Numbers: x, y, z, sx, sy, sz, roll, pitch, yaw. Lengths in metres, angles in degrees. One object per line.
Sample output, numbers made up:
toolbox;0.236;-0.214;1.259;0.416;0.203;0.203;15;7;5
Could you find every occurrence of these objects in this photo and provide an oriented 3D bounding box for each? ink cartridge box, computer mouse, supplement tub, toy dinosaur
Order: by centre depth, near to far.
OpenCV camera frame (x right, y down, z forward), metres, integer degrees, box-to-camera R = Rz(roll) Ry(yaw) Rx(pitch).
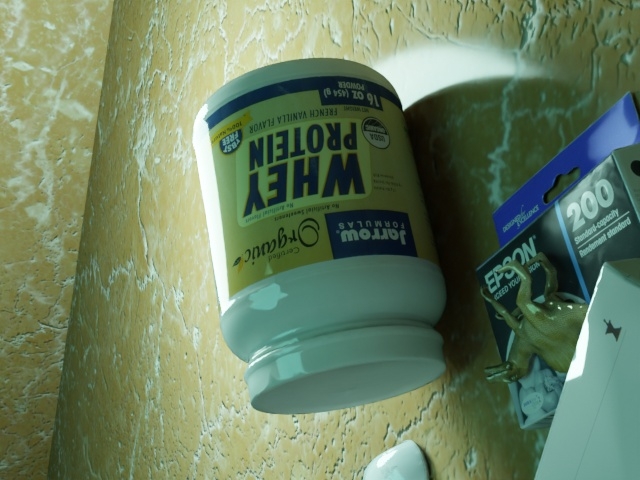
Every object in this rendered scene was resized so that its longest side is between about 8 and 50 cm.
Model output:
toy dinosaur;0.174;0.056;0.715;0.092;0.053;0.183;64;156;14
ink cartridge box;0.202;0.021;0.749;0.206;0.045;0.208;129;135;-53
supplement tub;0.000;0.000;0.956;0.228;0.228;0.316;134;130;-55
computer mouse;0.061;0.283;1.045;0.193;0.042;0.106;118;144;-45

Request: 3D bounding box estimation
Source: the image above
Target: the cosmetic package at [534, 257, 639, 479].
cosmetic package;0.247;0.235;0.555;0.284;0.098;0.377;36;123;46
